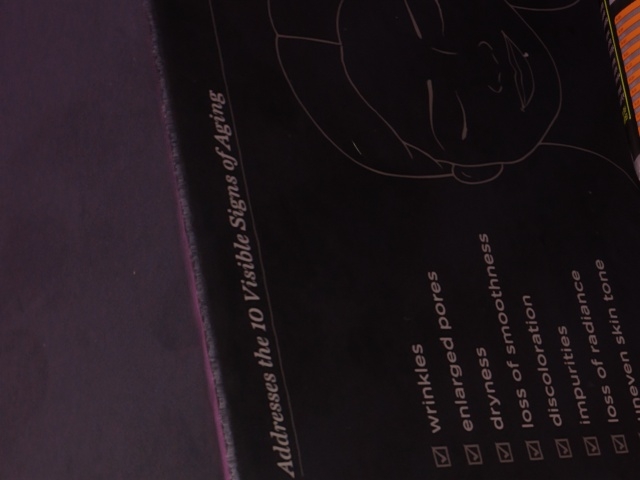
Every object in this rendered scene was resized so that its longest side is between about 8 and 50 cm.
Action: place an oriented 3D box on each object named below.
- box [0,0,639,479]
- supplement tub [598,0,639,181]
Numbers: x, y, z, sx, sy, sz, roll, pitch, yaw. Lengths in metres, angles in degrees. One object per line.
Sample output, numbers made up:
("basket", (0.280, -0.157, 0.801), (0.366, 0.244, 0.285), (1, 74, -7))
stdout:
("box", (0.000, 0.000, 1.254), (0.297, 0.472, 0.479), (-28, 67, 43))
("supplement tub", (0.290, -0.147, 1.149), (0.194, 0.194, 0.316), (-22, 72, 45))
